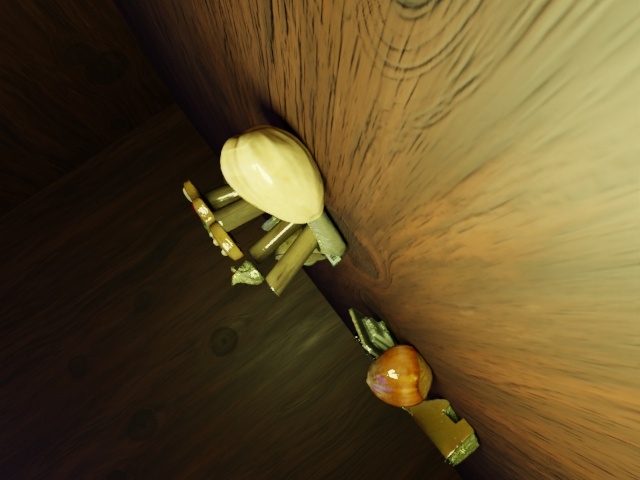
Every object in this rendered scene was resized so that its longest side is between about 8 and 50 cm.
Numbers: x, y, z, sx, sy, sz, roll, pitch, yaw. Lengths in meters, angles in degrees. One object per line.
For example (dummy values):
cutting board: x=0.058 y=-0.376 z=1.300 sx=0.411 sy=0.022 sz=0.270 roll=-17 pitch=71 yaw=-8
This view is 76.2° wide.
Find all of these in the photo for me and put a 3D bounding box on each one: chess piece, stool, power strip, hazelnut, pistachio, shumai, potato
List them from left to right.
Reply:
shumai: x=-0.203 y=0.098 z=1.100 sx=0.082 sy=0.080 sz=0.083 roll=54 pitch=172 yaw=-23
stool: x=-0.123 y=-0.056 z=1.062 sx=0.310 sy=0.226 sz=0.310 roll=55 pitch=173 yaw=-28
pistachio: x=-0.083 y=-0.124 z=0.791 sx=0.229 sy=0.157 sz=0.157 roll=44 pitch=178 yaw=-32
chess piece: x=-0.100 y=-0.006 z=1.553 sx=0.243 sy=0.133 sz=0.133 roll=49 pitch=173 yaw=-6
potato: x=-0.071 y=0.010 z=1.422 sx=0.202 sy=0.182 sz=0.117 roll=50 pitch=-144 yaw=-76
power strip: x=0.197 y=0.310 z=1.333 sx=0.213 sy=0.064 sz=0.198 roll=40 pitch=-165 yaw=-34
hazelnut: x=0.226 y=0.392 z=1.163 sx=0.182 sy=0.182 sz=0.182 roll=52 pitch=172 yaw=10

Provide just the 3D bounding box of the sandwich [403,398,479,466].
sandwich: x=0.378 y=0.578 z=1.293 sx=0.122 sy=0.128 sz=0.235 roll=54 pitch=174 yaw=-35

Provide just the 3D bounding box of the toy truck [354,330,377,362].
toy truck: x=0.257 y=0.496 z=1.787 sx=0.259 sy=0.088 sz=0.121 roll=47 pitch=170 yaw=32

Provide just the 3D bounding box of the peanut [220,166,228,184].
peanut: x=-0.249 y=-0.208 z=1.398 sx=0.140 sy=0.153 sz=0.325 roll=55 pitch=167 yaw=18

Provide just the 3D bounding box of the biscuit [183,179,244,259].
biscuit: x=-0.284 y=-0.045 z=1.079 sx=0.301 sy=0.049 sz=0.197 roll=46 pitch=172 yaw=44

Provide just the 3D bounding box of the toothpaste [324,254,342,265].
toothpaste: x=0.000 y=0.000 z=1.270 sx=0.178 sy=0.037 sz=0.043 roll=52 pitch=171 yaw=7
